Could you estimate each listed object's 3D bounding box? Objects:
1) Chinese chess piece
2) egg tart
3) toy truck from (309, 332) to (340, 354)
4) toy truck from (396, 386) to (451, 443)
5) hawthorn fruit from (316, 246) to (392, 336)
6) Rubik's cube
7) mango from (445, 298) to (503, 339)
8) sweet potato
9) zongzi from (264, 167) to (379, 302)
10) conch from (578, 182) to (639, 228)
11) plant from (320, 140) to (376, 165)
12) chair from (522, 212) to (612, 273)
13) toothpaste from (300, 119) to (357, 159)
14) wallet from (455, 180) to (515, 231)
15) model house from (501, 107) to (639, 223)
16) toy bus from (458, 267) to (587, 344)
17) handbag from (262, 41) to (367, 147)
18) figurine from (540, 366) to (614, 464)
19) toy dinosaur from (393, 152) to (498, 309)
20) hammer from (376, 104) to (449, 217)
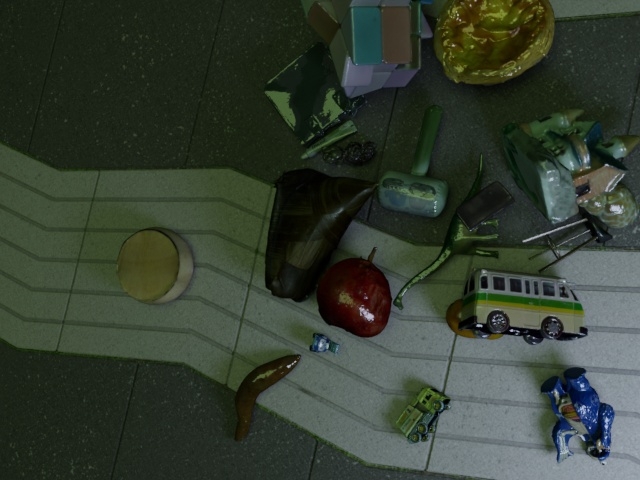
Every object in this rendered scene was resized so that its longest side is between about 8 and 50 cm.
[{"bbox_3d":[-0.545,0.083,2.150,0.257,0.104,0.257,-2,83,18],"label":"Chinese chess piece"},{"bbox_3d":[0.493,-0.588,1.866,0.341,0.132,0.342,-2,82,18],"label":"egg tart"},{"bbox_3d":[0.017,0.314,1.956,0.090,0.073,0.056,13,89,20],"label":"toy truck"},{"bbox_3d":[0.286,0.491,1.851,0.100,0.077,0.169,37,100,32],"label":"toy truck"},{"bbox_3d":[0.104,0.138,1.876,0.210,0.230,0.266,-1,67,46],"label":"hawthorn fruit"},{"bbox_3d":[0.148,-0.605,1.845,0.358,0.368,0.387,-10,72,-22],"label":"Rubik's cube"},{"bbox_3d":[0.433,0.219,1.825,0.163,0.089,0.111,2,96,9],"label":"mango"},{"bbox_3d":[-0.197,0.465,2.010,0.108,0.079,0.346,35,99,6],"label":"sweet potato"},{"bbox_3d":[0.000,0.000,1.853,0.432,0.207,0.404,14,93,57],"label":"zongzi"},{"bbox_3d":[0.771,-0.102,1.742,0.173,0.106,0.116,47,119,3],"label":"conch"},{"bbox_3d":[0.084,-0.266,1.999,0.174,0.087,0.085,-2,54,13],"label":"plant"},{"bbox_3d":[0.662,-0.005,1.757,0.221,0.104,0.095,-24,112,9],"label":"chair"},{"bbox_3d":[0.023,-0.311,2.045,0.197,0.029,0.048,-31,64,10],"label":"toothpaste"},{"bbox_3d":[0.454,-0.097,1.810,0.156,0.018,0.082,-36,72,-2],"label":"wallet"},{"bbox_3d":[0.679,-0.239,1.706,0.324,0.194,0.267,-22,36,3],"label":"model house"},{"bbox_3d":[0.534,0.174,1.728,0.305,0.143,0.179,7,73,-3],"label":"toy bus"},{"bbox_3d":[-0.019,-0.456,2.047,0.247,0.079,0.260,-36,75,12],"label":"handbag"},{"bbox_3d":[0.683,0.459,1.709,0.164,0.120,0.262,-12,98,23],"label":"figurine"},{"bbox_3d":[0.358,-0.024,1.874,0.300,0.087,0.447,-2,79,16],"label":"toy dinosaur"},{"bbox_3d":[0.296,-0.239,1.913,0.206,0.119,0.336,13,82,19],"label":"hammer"}]
